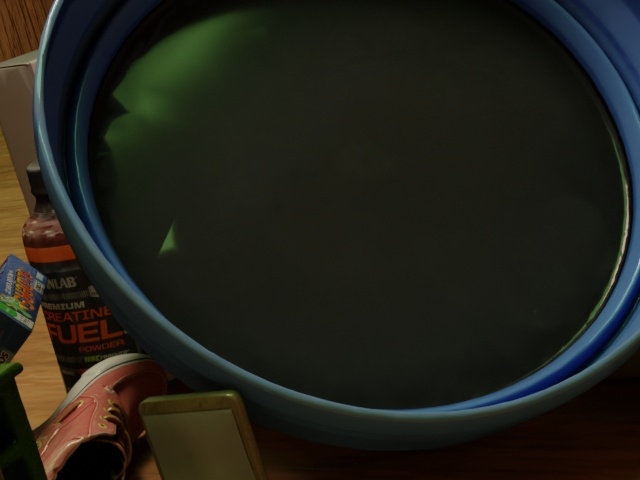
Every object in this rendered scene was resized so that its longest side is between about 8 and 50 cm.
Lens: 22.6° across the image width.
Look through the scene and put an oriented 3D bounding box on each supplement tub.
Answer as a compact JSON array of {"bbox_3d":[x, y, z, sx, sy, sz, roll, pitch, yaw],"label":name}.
[{"bbox_3d":[-0.161,0.030,1.200,0.106,0.198,0.106,-14,13,3],"label":"supplement tub"}]

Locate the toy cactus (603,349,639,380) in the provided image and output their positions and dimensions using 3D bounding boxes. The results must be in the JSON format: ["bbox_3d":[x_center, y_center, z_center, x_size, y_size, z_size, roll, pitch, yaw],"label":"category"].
[{"bbox_3d":[0.235,0.043,0.968,0.180,0.112,0.219,-19,20,32],"label":"toy cactus"}]

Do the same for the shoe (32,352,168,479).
[{"bbox_3d":[-0.147,0.135,1.078,0.081,0.063,0.178,0,26,43],"label":"shoe"}]

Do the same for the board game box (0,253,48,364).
[{"bbox_3d":[-0.262,0.112,1.100,0.201,0.035,0.136,-53,12,9],"label":"board game box"}]

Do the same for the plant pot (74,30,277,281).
[{"bbox_3d":[0.000,0.000,1.051,0.263,0.263,0.229,-24,48,-28],"label":"plant pot"}]

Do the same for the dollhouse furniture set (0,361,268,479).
[{"bbox_3d":[-0.157,0.180,0.731,0.197,0.151,0.301,-7,17,30],"label":"dollhouse furniture set"}]

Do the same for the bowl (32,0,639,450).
[{"bbox_3d":[0.031,-0.061,0.928,0.391,0.391,0.077,-22,-24,-21],"label":"bowl"}]

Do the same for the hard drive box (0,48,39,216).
[{"bbox_3d":[-0.228,-0.099,1.689,0.181,0.232,0.089,-29,19,-39],"label":"hard drive box"}]
